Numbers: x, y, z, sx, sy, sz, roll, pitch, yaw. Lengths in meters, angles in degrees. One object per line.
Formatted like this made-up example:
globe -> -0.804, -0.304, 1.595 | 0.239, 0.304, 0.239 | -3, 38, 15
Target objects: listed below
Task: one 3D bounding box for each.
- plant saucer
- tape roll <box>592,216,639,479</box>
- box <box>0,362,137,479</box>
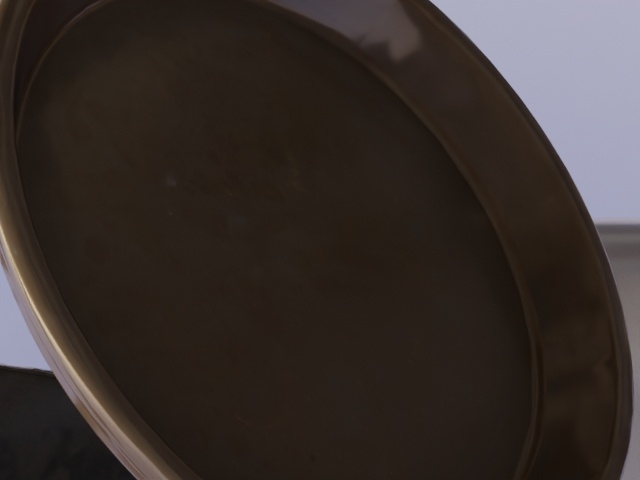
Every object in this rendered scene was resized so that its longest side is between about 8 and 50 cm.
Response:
plant saucer -> 0.000, 0.000, 0.548 | 0.278, 0.041, 0.277 | 24, -132, -30
tape roll -> 0.116, 0.108, 0.853 | 0.169, 0.246, 0.246 | -2, -153, -13
box -> -0.172, 0.225, 0.990 | 0.294, 0.296, 0.182 | 5, -126, 25
